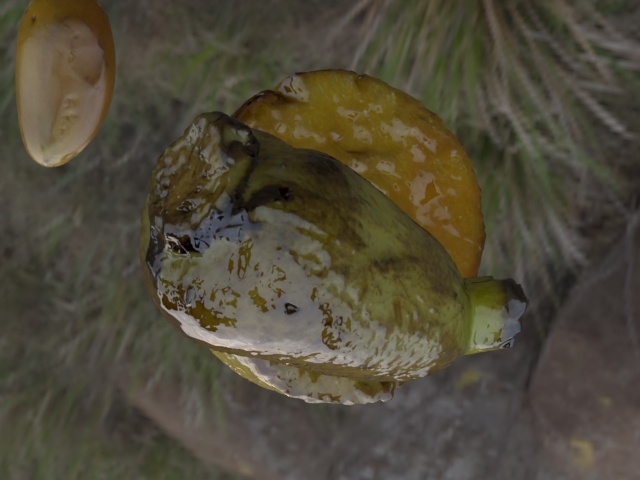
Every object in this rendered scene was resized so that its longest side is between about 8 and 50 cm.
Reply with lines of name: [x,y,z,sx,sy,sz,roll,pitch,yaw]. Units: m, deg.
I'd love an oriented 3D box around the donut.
donut: [0.000,0.000,0.886,0.162,0.178,0.065,49,153,-7]

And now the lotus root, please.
lotus root: [0.007,0.018,0.721,0.190,0.108,0.094,28,114,-34]

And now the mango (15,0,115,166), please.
mango: [-0.165,-0.104,1.081,0.060,0.114,0.080,0,180,-20]
